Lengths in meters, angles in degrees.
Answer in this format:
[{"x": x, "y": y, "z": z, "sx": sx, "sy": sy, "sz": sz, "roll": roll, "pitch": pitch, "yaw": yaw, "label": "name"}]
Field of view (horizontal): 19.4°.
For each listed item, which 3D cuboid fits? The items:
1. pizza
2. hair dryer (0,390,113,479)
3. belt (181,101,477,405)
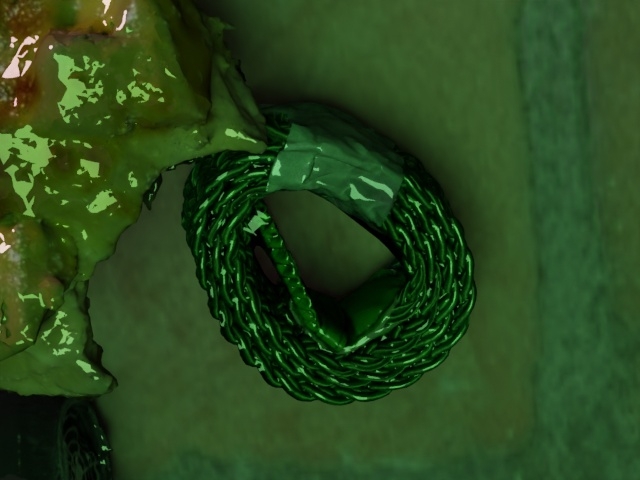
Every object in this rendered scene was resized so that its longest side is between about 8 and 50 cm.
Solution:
[{"x": -0.151, "y": -0.048, "z": 0.803, "sx": 0.223, "sy": 0.089, "sz": 0.323, "roll": 33, "pitch": 93, "yaw": 16, "label": "pizza"}, {"x": -0.226, "y": 0.012, "z": 0.908, "sx": 0.189, "sy": 0.107, "sz": 0.352, "roll": -9, "pitch": 106, "yaw": 10, "label": "hair dryer"}, {"x": 0.000, "y": 0.000, "z": 0.878, "sx": 0.121, "sy": 0.079, "sz": 0.151, "roll": -40, "pitch": 113, "yaw": 11, "label": "belt"}]
